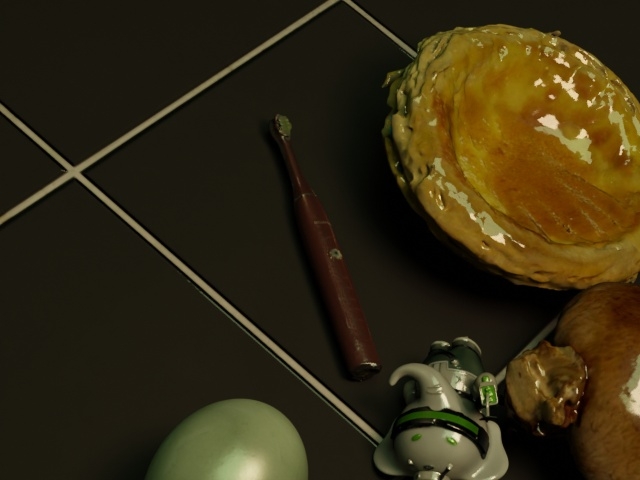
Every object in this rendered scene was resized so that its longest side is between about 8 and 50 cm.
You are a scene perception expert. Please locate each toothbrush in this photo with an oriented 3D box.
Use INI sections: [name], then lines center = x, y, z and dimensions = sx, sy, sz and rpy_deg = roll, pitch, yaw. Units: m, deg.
[toothbrush]
center = 0.000, 0.001, 1.938
dimensions = 0.041, 0.041, 0.364
rpy_deg = -3, 54, -23

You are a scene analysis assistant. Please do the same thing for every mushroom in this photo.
[mushroom]
center = 0.332, 0.165, 1.828
dimensions = 0.283, 0.195, 0.263
rpy_deg = -6, 70, -24

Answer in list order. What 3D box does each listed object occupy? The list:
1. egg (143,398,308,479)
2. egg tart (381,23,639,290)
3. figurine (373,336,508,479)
[egg]
center = -0.093, 0.240, 1.632
dimensions = 0.149, 0.149, 0.192
rpy_deg = 30, 67, 4
[egg tart]
center = 0.236, -0.083, 2.015
dimensions = 0.388, 0.169, 0.388
rpy_deg = 12, 51, -16
[figurine]
center = 0.128, 0.189, 1.788
dimensions = 0.147, 0.126, 0.192
rpy_deg = -4, 52, 21
